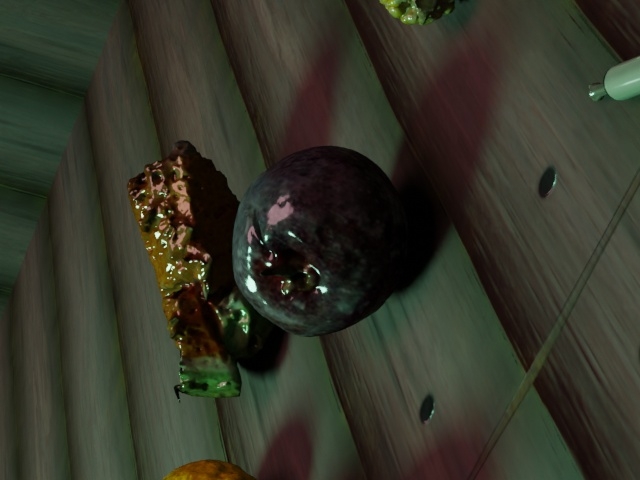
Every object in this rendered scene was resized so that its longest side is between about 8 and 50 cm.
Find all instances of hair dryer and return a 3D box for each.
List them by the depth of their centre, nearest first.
[{"bbox_3d":[0.249,-0.135,1.233,0.198,0.057,0.100,164,121,-73],"label":"hair dryer"}]

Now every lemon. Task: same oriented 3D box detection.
[{"bbox_3d":[-0.124,0.310,1.752,0.187,0.142,0.142,-46,34,41],"label":"lemon"}]

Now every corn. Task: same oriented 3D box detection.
[{"bbox_3d":[0.084,-0.317,1.720,0.320,0.097,0.097,-109,39,-58],"label":"corn"}]

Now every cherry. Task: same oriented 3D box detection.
[{"bbox_3d":[0.002,-0.007,1.600,0.195,0.195,0.195,-165,90,-70],"label":"cherry"}]

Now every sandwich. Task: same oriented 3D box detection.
[{"bbox_3d":[-0.130,0.026,1.938,0.250,0.162,0.301,-126,23,-80],"label":"sandwich"}]
